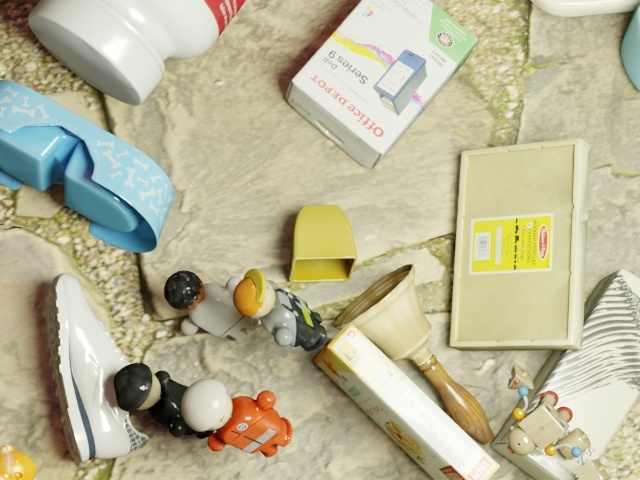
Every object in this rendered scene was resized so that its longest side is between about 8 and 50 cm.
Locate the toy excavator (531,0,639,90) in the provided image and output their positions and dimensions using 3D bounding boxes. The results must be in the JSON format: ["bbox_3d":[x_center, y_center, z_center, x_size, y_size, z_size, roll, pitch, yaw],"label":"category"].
[{"bbox_3d":[0.444,-0.324,1.551,0.445,0.222,0.432,-11,78,0],"label":"toy excavator"}]

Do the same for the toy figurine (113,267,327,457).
[{"bbox_3d":[-0.120,0.136,1.362,0.148,0.213,0.209,33,72,-38],"label":"toy figurine"}]

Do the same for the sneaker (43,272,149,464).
[{"bbox_3d":[-0.280,0.152,1.426,0.095,0.090,0.235,-10,83,-21],"label":"sneaker"}]

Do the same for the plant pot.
[{"bbox_3d":[0.000,0.000,1.485,0.081,0.081,0.083,-2,68,-7],"label":"plant pot"}]

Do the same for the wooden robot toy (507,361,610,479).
[{"bbox_3d":[0.263,0.233,1.385,0.079,0.076,0.173,-44,82,23],"label":"wooden robot toy"}]

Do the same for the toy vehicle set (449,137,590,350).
[{"bbox_3d":[0.254,0.007,1.483,0.166,0.035,0.266,-3,75,32],"label":"toy vehicle set"}]

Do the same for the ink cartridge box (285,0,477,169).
[{"bbox_3d":[0.079,-0.224,1.533,0.154,0.093,0.212,40,79,2],"label":"ink cartridge box"}]

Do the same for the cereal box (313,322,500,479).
[{"bbox_3d":[0.098,0.207,1.402,0.240,0.173,0.047,44,77,5],"label":"cereal box"}]

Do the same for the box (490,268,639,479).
[{"bbox_3d":[0.341,0.179,1.474,0.113,0.094,0.275,35,76,2],"label":"box"}]

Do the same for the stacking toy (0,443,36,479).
[{"bbox_3d":[-0.485,0.279,1.346,0.302,0.166,0.175,-4,94,-18],"label":"stacking toy"}]

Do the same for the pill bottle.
[{"bbox_3d":[-0.179,-0.382,1.469,0.229,0.229,0.407,34,77,1],"label":"pill bottle"}]

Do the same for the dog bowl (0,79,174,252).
[{"bbox_3d":[-0.313,-0.095,1.432,0.297,0.166,0.074,29,65,0],"label":"dog bowl"}]

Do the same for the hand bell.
[{"bbox_3d":[0.139,0.162,1.465,0.126,0.126,0.242,-39,96,-12],"label":"hand bell"}]
